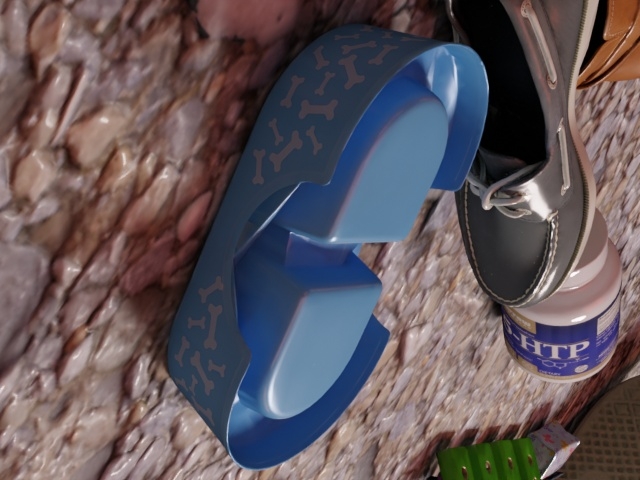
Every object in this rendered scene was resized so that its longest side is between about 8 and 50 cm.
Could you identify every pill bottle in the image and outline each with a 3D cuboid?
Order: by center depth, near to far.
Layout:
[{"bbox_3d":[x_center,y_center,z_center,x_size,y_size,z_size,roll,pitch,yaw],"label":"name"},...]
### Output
[{"bbox_3d":[0.220,0.043,1.118,0.112,0.112,0.187,-47,150,-19],"label":"pill bottle"}]

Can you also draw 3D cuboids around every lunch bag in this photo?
[{"bbox_3d":[0.271,0.271,1.495,0.071,0.053,0.083,-9,135,-53],"label":"lunch bag"}]

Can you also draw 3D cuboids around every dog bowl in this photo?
[{"bbox_3d":[0.000,0.000,0.766,0.166,0.074,0.297,-2,120,-57],"label":"dog bowl"}]

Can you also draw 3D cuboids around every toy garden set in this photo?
[{"bbox_3d":[0.192,0.324,1.326,0.049,0.204,0.244,-19,165,26],"label":"toy garden set"}]

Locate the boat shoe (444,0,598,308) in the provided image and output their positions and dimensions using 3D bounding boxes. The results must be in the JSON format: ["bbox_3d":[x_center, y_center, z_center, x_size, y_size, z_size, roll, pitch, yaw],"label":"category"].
[{"bbox_3d":[0.125,-0.071,0.850,0.099,0.116,0.319,-39,140,-38],"label":"boat shoe"}]

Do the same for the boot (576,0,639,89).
[{"bbox_3d":[0.256,-0.245,0.919,0.220,0.109,0.283,-25,145,-40],"label":"boot"}]

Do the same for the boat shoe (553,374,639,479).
[{"bbox_3d":[0.397,0.334,1.632,0.500,0.187,0.156,-32,148,-31],"label":"boat shoe"}]
